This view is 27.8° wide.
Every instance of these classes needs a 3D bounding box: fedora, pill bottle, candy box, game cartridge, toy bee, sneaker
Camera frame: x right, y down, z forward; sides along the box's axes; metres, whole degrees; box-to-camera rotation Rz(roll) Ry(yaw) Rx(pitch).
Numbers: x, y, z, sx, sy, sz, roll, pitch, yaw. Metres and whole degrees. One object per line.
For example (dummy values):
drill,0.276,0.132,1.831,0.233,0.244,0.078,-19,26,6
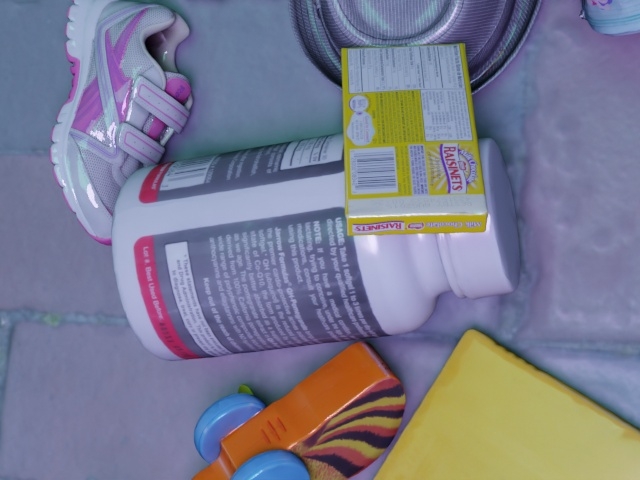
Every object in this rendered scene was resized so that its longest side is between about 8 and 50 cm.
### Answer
fedora,0.075,-0.255,1.142,0.244,0.124,0.275,3,83,15
pill bottle,0.000,0.000,1.099,0.319,0.176,0.176,-8,78,17
candy box,0.070,-0.084,1.014,0.105,0.027,0.205,0,45,0
game cartridge,0.185,0.273,1.060,0.324,0.053,0.285,32,91,23
toy bee,-0.059,0.209,1.113,0.298,0.162,0.195,-15,44,6
sneaker,-0.181,-0.121,1.219,0.111,0.103,0.252,-2,80,20

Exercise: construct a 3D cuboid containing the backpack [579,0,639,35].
backpack,0.273,-0.269,1.019,0.225,0.253,0.191,-17,95,14
